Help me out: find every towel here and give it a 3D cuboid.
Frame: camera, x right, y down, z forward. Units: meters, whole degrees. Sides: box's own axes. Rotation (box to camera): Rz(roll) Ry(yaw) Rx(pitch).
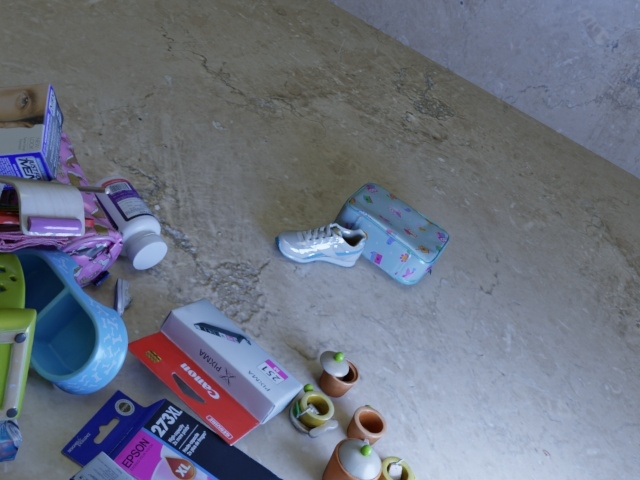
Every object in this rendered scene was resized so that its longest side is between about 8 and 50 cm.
[{"bbox_3d":[-0.636,-0.021,1.516,0.328,0.037,0.237,8,4,14],"label":"towel"}]

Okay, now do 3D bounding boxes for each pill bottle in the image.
[{"bbox_3d":[-0.401,-0.035,1.828,0.108,0.108,0.193,-12,53,-44],"label":"pill bottle"}]

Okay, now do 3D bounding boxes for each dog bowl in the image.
[{"bbox_3d":[-0.464,0.132,1.522,0.297,0.166,0.074,46,0,20],"label":"dog bowl"}]

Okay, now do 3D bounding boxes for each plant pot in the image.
[{"bbox_3d":[-0.560,0.159,1.329,0.228,0.227,0.207,0,26,-37],"label":"plant pot"}]

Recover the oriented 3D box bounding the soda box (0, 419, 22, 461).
[{"bbox_3d":[-0.559,0.308,1.340,0.183,0.058,0.063,-1,46,-36],"label":"soda box"}]

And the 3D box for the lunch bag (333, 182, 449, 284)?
[{"bbox_3d":[0.185,-0.019,2.230,0.279,0.108,0.224,37,31,6],"label":"lunch bag"}]

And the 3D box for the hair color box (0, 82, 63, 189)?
[{"bbox_3d":[-0.678,-0.190,1.678,0.338,0.110,0.185,-5,54,-3],"label":"hair color box"}]

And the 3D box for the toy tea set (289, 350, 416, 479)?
[{"bbox_3d":[0.062,0.345,1.682,0.200,0.124,0.336,-1,46,-36],"label":"toy tea set"}]

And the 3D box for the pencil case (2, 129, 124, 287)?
[{"bbox_3d":[-0.533,-0.084,1.753,0.167,0.160,0.386,19,30,-54],"label":"pencil case"}]

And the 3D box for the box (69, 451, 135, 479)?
[{"bbox_3d":[-0.322,0.411,1.315,0.126,0.137,0.072,38,37,10],"label":"box"}]

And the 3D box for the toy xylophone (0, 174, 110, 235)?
[{"bbox_3d":[-0.508,-0.067,1.513,0.236,0.081,0.322,3,6,-41],"label":"toy xylophone"}]

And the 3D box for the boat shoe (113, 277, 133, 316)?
[{"bbox_3d":[-0.385,0.114,1.724,0.035,0.035,0.100,12,32,-19],"label":"boat shoe"}]

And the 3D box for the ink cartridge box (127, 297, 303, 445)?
[{"bbox_3d":[-0.194,0.235,1.643,0.275,0.060,0.239,40,20,13],"label":"ink cartridge box"}]

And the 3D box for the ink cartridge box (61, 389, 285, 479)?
[{"bbox_3d":[-0.231,0.389,1.477,0.370,0.069,0.176,31,35,5],"label":"ink cartridge box"}]

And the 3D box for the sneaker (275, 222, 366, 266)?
[{"bbox_3d":[0.000,0.000,2.088,0.228,0.092,0.087,5,44,-30],"label":"sneaker"}]
